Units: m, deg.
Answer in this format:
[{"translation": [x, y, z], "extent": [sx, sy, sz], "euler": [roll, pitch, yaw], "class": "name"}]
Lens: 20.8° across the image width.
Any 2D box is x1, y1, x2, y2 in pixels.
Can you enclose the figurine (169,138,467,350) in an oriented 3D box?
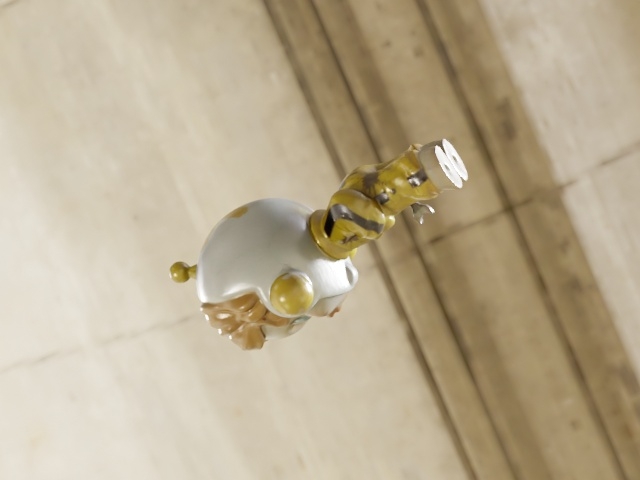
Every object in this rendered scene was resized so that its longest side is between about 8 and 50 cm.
[{"translation": [0.000, 0.001, 0.816], "extent": [0.143, 0.068, 0.101], "euler": [-29, -174, 43], "class": "figurine"}]
